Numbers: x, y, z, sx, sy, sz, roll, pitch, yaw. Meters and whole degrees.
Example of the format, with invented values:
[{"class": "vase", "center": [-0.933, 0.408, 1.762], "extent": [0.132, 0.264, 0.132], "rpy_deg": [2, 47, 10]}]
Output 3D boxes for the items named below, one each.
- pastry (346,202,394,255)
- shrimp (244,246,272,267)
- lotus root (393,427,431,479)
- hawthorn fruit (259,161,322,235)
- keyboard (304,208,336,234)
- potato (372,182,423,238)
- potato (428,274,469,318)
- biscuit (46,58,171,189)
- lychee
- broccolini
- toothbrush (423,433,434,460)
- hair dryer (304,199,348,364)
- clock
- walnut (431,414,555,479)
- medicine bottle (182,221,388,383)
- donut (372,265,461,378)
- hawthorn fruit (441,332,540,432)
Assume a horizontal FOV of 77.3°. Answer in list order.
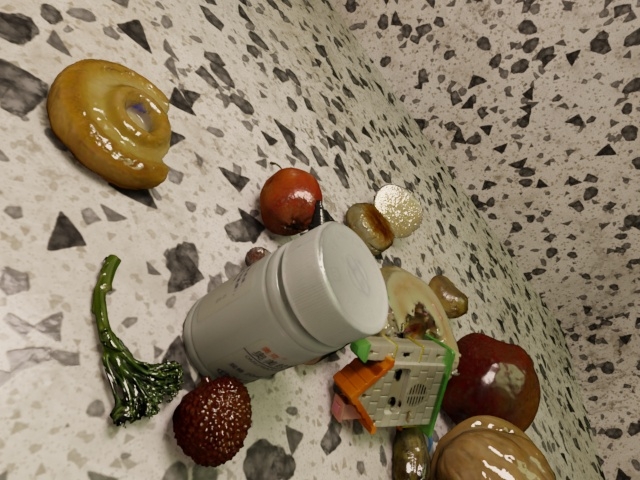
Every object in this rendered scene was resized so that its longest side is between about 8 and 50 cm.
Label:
[{"class": "pastry", "center": [0.160, -0.040, 1.318], "extent": [0.193, 0.093, 0.182], "rpy_deg": [-17, 77, -60]}, {"class": "shrimp", "center": [-0.094, 0.075, 0.913], "extent": [0.190, 0.073, 0.074], "rpy_deg": [43, 24, -27]}, {"class": "lotus root", "center": [0.219, 0.526, 0.961], "extent": [0.089, 0.080, 0.179], "rpy_deg": [9, 37, 3]}, {"class": "hawthorn fruit", "center": [-0.082, -0.140, 1.036], "extent": [0.165, 0.165, 0.285], "rpy_deg": [32, 33, -35]}, {"class": "keyboard", "center": [0.000, 0.000, 1.145], "extent": [0.106, 0.016, 0.262], "rpy_deg": [49, 34, -15]}, {"class": "potato", "center": [0.273, -0.103, 1.495], "extent": [0.202, 0.182, 0.117], "rpy_deg": [38, -4, 0]}, {"class": "potato", "center": [0.472, 0.217, 1.507], "extent": [0.137, 0.137, 0.175], "rpy_deg": [16, 31, -46]}, {"class": "biscuit", "center": [-0.385, -0.232, 0.754], "extent": [0.213, 0.091, 0.273], "rpy_deg": [16, 55, -49]}, {"class": "lychee", "center": [-0.166, 0.278, 0.621], "extent": [0.123, 0.124, 0.128], "rpy_deg": [-4, 88, -54]}, {"class": "broccolini", "center": [-0.285, 0.142, 0.632], "extent": [0.123, 0.062, 0.271], "rpy_deg": [16, 49, -59]}, {"class": "toothbrush", "center": [0.281, 0.521, 1.090], "extent": [0.040, 0.040, 0.385], "rpy_deg": [-8, 69, -55]}, {"class": "hair dryer", "center": [0.015, 0.084, 0.913], "extent": [0.189, 0.107, 0.351], "rpy_deg": [-5, 96, -57]}, {"class": "clock", "center": [0.155, 0.327, 0.921], "extent": [0.256, 0.106, 0.219], "rpy_deg": [11, 97, -26]}, {"class": "walnut", "center": [0.395, 0.563, 0.936], "extent": [0.296, 0.286, 0.284], "rpy_deg": [61, 9, -73]}, {"class": "medicine bottle", "center": [-0.062, 0.117, 0.681], "extent": [0.190, 0.332, 0.189], "rpy_deg": [33, 41, -34]}, {"class": "donut", "center": [0.239, 0.226, 1.155], "extent": [0.371, 0.150, 0.307], "rpy_deg": [32, 39, -33]}, {"class": "hawthorn fruit", "center": [0.515, 0.453, 1.222], "extent": [0.308, 0.308, 0.324], "rpy_deg": [49, 22, -16]}]
